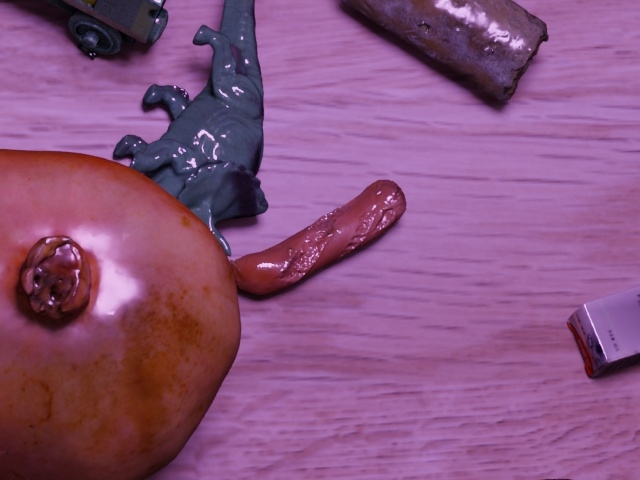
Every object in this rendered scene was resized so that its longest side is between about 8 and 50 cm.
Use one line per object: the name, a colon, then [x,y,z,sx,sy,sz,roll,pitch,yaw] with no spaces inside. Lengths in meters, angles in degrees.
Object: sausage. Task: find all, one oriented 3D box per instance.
sausage: [0.000,0.000,1.465,0.158,0.036,0.042,-28,49,-21]

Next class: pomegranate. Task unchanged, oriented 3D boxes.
pomegranate: [-0.180,0.049,1.271,0.252,0.270,0.229,30,69,-7]

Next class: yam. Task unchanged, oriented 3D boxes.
yam: [0.096,-0.187,1.538,0.179,0.078,0.078,30,66,-1]

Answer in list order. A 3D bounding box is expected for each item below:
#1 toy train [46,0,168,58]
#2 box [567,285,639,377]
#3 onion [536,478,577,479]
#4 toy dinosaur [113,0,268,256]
toy train: [-0.202,-0.221,1.443,0.200,0.132,0.083,25,65,-7]
box: [0.306,0.052,1.522,0.218,0.039,0.055,-16,73,-20]
onion: [0.148,0.283,1.305,0.219,0.252,0.252,-5,68,18]
toy dinosaur: [-0.095,-0.105,1.459,0.120,0.079,0.292,7,71,-18]
